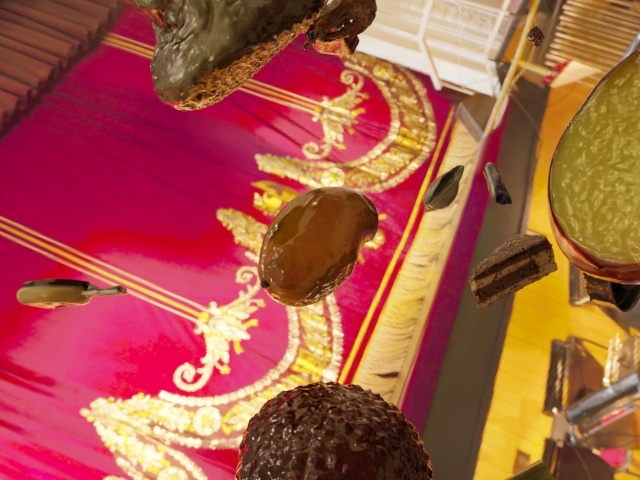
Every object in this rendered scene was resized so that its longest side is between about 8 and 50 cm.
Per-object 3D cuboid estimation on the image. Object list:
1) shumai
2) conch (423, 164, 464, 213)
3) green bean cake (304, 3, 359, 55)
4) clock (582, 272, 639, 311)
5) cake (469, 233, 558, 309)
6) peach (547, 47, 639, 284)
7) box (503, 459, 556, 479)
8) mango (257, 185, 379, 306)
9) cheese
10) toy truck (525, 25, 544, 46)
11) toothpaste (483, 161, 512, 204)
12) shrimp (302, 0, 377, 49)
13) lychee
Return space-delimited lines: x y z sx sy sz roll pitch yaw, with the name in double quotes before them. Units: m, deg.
"shumai" -0.196 -0.435 0.911 0.324 0.323 0.397 -24 21 50
"conch" 0.273 -0.113 1.227 0.180 0.088 0.065 115 143 -52
"green bean cake" 0.020 -0.529 1.319 0.135 0.135 0.057 43 -110 -51
"clock" 0.660 -0.001 1.152 0.312 0.061 0.313 -8 -79 -42
"cake" 0.507 0.077 1.365 0.246 0.135 0.112 -31 -76 -36
"peach" 0.382 -0.079 0.554 0.245 0.248 0.275 -7 -65 -65
"box" 0.409 0.574 0.921 0.172 0.311 0.043 -29 -23 -2
"mango" -0.001 -0.004 1.032 0.144 0.187 0.359 -29 15 42
"cheese" -0.386 0.085 0.836 0.086 0.162 0.036 59 -154 -71
"toy truck" 0.480 -0.455 1.174 0.032 0.024 0.083 -47 -22 28
"toothpaste" 0.214 -0.071 0.645 0.083 0.027 0.019 -87 14 -49
"shrimp" 0.040 -0.481 1.163 0.101 0.190 0.042 51 -167 -35
"lychee" 0.009 0.300 0.619 0.260 0.260 0.261 21 -90 -82
